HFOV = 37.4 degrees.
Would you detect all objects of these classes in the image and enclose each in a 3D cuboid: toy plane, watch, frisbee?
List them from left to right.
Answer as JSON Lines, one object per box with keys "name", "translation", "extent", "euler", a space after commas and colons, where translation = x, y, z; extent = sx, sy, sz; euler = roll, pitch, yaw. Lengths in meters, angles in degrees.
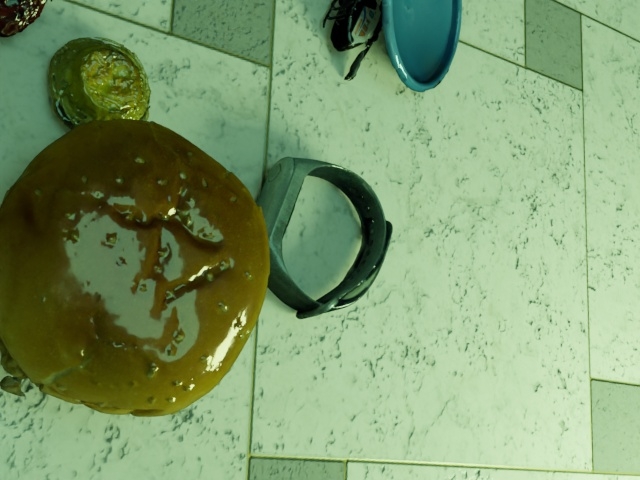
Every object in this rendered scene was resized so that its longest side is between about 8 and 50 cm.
{"name": "watch", "translation": [0.000, 0.000, 1.212], "extent": [0.193, 0.068, 0.206], "euler": [31, 62, -28]}
{"name": "toy plane", "translation": [0.062, -0.323, 1.337], "extent": [0.078, 0.053, 0.197], "euler": [47, 56, -34]}
{"name": "frisbee", "translation": [0.140, -0.336, 1.369], "extent": [0.242, 0.045, 0.242], "euler": [-17, 110, -57]}

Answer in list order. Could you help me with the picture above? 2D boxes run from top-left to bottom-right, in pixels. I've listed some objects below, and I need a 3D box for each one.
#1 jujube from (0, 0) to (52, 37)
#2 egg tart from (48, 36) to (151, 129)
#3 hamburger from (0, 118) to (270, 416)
{"name": "jujube", "translation": [-0.321, -0.296, 1.015], "extent": [0.104, 0.104, 0.166], "euler": [19, 82, -33]}
{"name": "egg tart", "translation": [-0.243, -0.174, 1.071], "extent": [0.130, 0.052, 0.130], "euler": [12, 71, -36]}
{"name": "hamburger", "translation": [-0.201, 0.033, 0.988], "extent": [0.289, 0.170, 0.314], "euler": [29, 66, -23]}
